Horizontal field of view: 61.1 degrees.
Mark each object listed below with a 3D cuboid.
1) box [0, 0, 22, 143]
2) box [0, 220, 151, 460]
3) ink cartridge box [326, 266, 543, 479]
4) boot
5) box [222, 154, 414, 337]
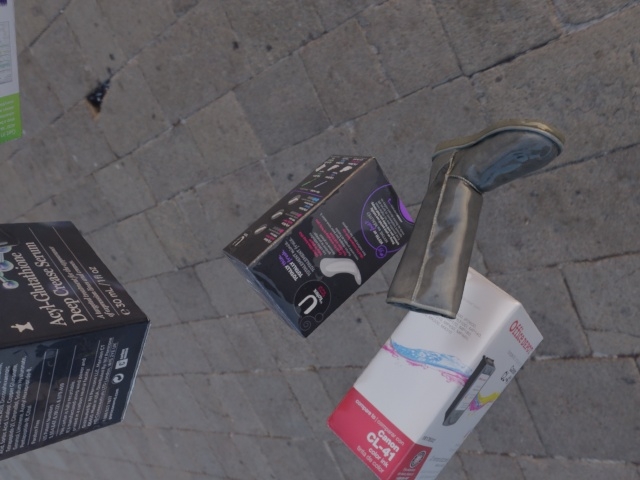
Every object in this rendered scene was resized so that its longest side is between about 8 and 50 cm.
[{"bbox_3d":[-0.459,-0.235,0.609,0.058,0.232,0.322,26,124,14],"label":"box"},{"bbox_3d":[-0.499,0.137,0.752,0.293,0.395,0.212,38,118,34],"label":"box"},{"bbox_3d":[0.183,0.209,0.828,0.131,0.306,0.226,39,-179,36],"label":"ink cartridge box"},{"bbox_3d":[0.161,-0.018,0.595,0.076,0.209,0.189,31,161,-21],"label":"boot"},{"bbox_3d":[0.000,0.000,0.912,0.165,0.270,0.143,55,165,-24],"label":"box"}]
